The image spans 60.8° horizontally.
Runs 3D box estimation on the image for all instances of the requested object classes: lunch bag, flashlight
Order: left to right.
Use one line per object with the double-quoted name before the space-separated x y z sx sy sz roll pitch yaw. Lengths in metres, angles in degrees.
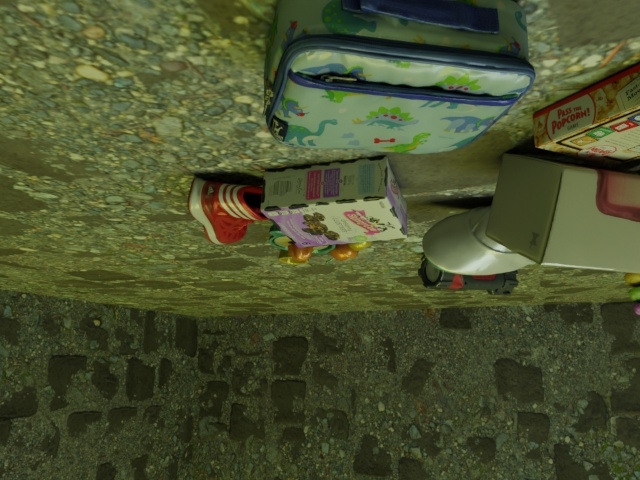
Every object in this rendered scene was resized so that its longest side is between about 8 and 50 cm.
"lunch bag" 0.060 -0.146 0.482 0.218 0.090 0.176 2 164 -15
"flashlight" 0.413 0.087 1.497 0.303 0.103 0.103 3 134 -30

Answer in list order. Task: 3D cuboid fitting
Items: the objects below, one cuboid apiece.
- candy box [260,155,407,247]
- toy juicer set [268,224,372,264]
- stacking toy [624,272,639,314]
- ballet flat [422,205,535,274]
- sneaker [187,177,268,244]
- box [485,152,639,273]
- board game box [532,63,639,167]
"candy box" 0.028 -0.054 0.867 0.196 0.070 0.165 -5 157 19
"toy juicer set" 0.000 0.000 1.093 0.209 0.090 0.329 3 164 6
"stacking toy" 0.658 0.096 1.049 0.165 0.302 0.175 3 168 -12
"ballet flat" 0.382 -0.019 1.000 0.399 0.139 0.139 0 168 -17
"sneaker" -0.131 -0.037 0.933 0.127 0.087 0.221 7 170 11
"box" 0.372 -0.037 0.743 0.232 0.127 0.148 5 -166 -14
"board game box" 0.360 -0.139 0.595 0.146 0.045 0.193 7 166 -28
